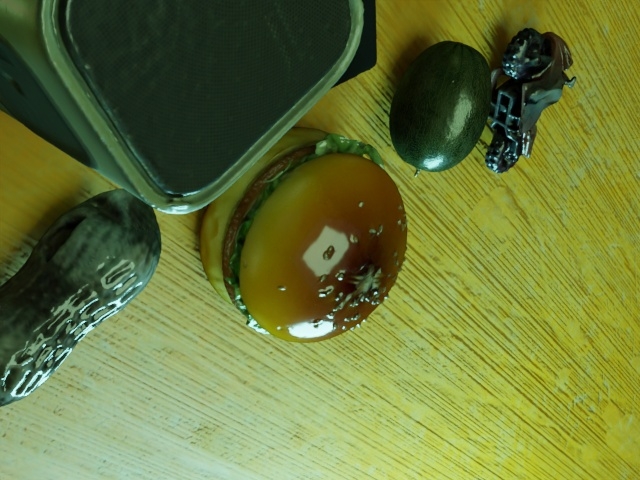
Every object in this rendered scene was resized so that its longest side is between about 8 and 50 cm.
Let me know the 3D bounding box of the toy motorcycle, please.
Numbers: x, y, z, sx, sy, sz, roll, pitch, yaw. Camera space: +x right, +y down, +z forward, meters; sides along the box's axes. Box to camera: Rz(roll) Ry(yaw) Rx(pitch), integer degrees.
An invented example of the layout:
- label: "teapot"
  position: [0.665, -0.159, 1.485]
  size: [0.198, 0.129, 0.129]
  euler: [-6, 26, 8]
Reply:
- label: "toy motorcycle"
  position: [0.273, -0.187, 1.459]
  size: [0.118, 0.084, 0.213]
  euler: [-28, 139, -34]

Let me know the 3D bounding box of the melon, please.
- label: "melon"
  position: [0.141, -0.152, 1.312]
  size: [0.114, 0.114, 0.167]
  euler: [7, 107, -48]

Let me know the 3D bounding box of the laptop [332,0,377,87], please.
- label: "laptop"
  position: [-0.015, -0.213, 1.192]
  size: [0.197, 0.016, 0.135]
  euler: [-29, 133, -30]

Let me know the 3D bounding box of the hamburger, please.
- label: "hamburger"
  position: [-0.001, 0.000, 1.218]
  size: [0.246, 0.170, 0.246]
  euler: [-25, 131, -32]

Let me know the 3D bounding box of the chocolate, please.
- label: "chocolate"
  position: [-0.246, 0.054, 1.042]
  size: [0.248, 0.110, 0.110]
  euler: [-44, 139, -13]

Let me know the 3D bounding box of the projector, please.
- label: "projector"
  position: [-0.152, -0.202, 0.869]
  size: [0.248, 0.249, 0.248]
  euler: [-46, 139, -17]
